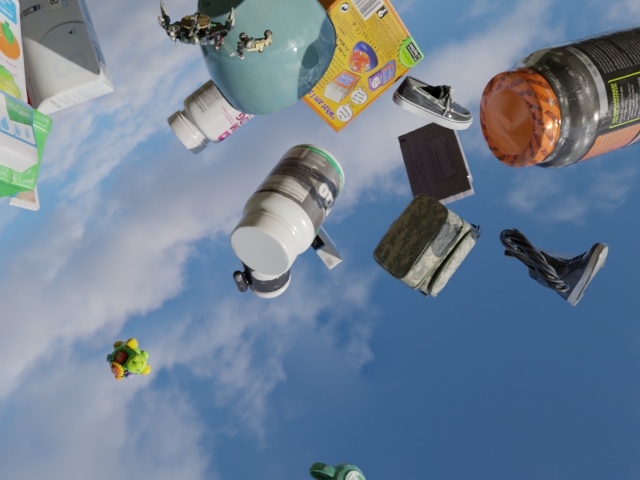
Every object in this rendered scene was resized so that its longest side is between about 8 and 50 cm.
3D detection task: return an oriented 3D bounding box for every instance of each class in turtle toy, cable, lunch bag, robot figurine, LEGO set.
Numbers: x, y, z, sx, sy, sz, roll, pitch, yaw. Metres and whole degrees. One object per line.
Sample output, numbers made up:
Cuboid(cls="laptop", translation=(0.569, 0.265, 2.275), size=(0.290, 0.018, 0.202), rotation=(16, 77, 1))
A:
Cuboid(cls="turtle toy", translation=(-0.440, 0.280, 1.088), size=(0.130, 0.095, 0.066), rotation=(-16, -167, 33))
Cuboid(cls="cable", translation=(0.457, 0.044, 1.020), size=(0.047, 0.184, 0.151), rotation=(-42, -156, 15))
Cuboid(cls="lunch bag", translation=(0.376, 0.026, 1.599), size=(0.305, 0.256, 0.212), rotation=(-56, -144, 6))
Cuboid(cls="robot figurine", translation=(-0.198, 0.085, 1.695), size=(0.208, 0.278, 0.174), rotation=(-1, -130, 2))
Cuboid(cls="LEGO set", translation=(-0.069, -0.126, 0.293), size=(0.054, 0.024, 0.083), rotation=(-25, -127, -28))

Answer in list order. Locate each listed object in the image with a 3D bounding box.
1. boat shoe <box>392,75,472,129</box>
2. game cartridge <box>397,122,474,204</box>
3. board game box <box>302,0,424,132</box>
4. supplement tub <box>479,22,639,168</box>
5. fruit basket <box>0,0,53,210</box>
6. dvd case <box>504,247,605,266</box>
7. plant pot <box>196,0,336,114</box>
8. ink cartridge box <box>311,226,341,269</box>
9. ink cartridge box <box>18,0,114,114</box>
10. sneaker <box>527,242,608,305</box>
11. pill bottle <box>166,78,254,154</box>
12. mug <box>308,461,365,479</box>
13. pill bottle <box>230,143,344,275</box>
Cuboid(cls="boat shoe", translation=(0.382, -0.451, 1.525), size=(0.113, 0.306, 0.105), rotation=(-94, -152, -43))
Cuboid(cls="game cartridge", translation=(0.449, -0.299, 1.850), size=(0.230, 0.068, 0.355), rotation=(-17, -118, 18))
Cuboid(cls="board game box", translation=(0.027, -0.638, 1.456), size=(0.356, 0.356, 0.356), rotation=(-38, -128, 17))
Cuboid(cls="supplement tub", translation=(0.470, -0.250, 0.831), size=(0.337, 0.207, 0.207), rotation=(-17, -138, -13))
Cuboid(cls="fruit basket", translation=(-0.464, -0.235, 0.576), size=(0.165, 0.327, 0.354), rotation=(-6, -99, 7))
Cuboid(cls="dvd case", translation=(0.748, 0.055, 1.520), size=(0.238, 0.179, 0.030), rotation=(15, -77, 56))
Cuboid(cls="plant pot", translation=(-0.137, -0.434, 0.963), size=(0.290, 0.195, 0.291), rotation=(-9, -113, 22))
Cuboid(cls="ink cartridge box", translation=(0.000, 0.000, 1.813), size=(0.065, 0.165, 0.333), rotation=(-38, -173, 5))
Cuboid(cls="ink cartridge box", translation=(-0.808, -0.506, 1.307), size=(0.384, 0.091, 0.308), rotation=(-20, -95, -2))
Cuboid(cls="sneaker", translation=(0.658, 0.061, 1.280), size=(0.086, 0.226, 0.163), rotation=(-32, -125, -27))
Cuboid(cls="pill bottle", translation=(-0.304, -0.394, 1.415), size=(0.283, 0.160, 0.160), rotation=(-37, -137, 2))
Cuboid(cls="mug", translation=(0.051, 0.651, 1.237), size=(0.097, 0.157, 0.130), rotation=(-38, -137, 36))
Cuboid(cls="pill bottle", translation=(-0.086, -0.089, 1.296), size=(0.204, 0.204, 0.361), rotation=(1, -138, 29))
